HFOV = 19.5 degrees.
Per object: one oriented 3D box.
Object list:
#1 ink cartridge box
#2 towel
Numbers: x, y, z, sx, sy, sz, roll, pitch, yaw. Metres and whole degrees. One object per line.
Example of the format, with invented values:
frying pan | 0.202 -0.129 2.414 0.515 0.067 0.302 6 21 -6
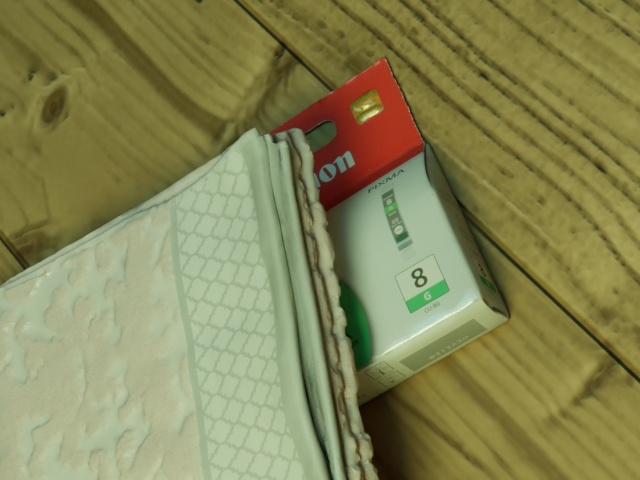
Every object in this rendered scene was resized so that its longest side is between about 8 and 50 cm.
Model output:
ink cartridge box | 0.000 0.000 1.222 0.181 0.056 0.224 -32 60 15
towel | -0.104 0.130 1.183 0.317 0.053 0.331 -32 57 34
